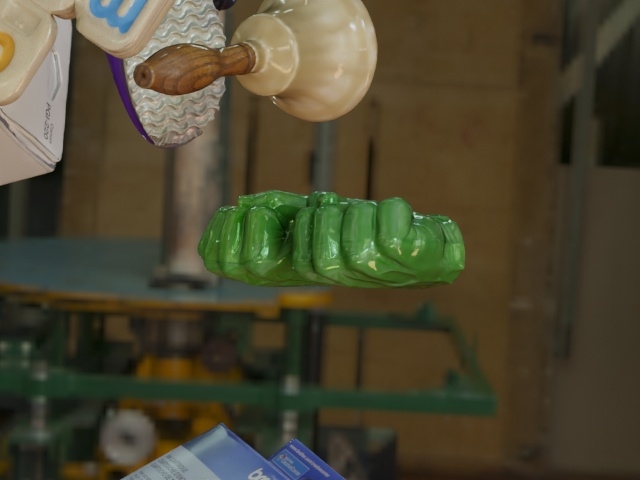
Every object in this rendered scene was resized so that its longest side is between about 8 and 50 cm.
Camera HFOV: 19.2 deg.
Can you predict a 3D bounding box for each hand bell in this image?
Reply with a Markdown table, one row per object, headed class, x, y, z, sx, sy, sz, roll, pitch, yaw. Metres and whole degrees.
| class | x | y | z | sx | sy | sz | roll | pitch | yaw |
| --- | --- | --- | --- | --- | --- | --- | --- | --- | --- |
| hand bell | -0.070 | -0.143 | 1.502 | 0.126 | 0.126 | 0.242 | 7 | 13 | 32 |

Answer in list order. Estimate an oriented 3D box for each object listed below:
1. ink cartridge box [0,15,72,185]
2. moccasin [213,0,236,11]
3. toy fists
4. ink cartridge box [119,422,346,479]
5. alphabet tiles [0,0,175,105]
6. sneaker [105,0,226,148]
| class | x | y | z | sx | sy | sz | roll | pitch | yaw |
| --- | --- | --- | --- | --- | --- | --- | --- | --- | --- |
| ink cartridge box | -0.313 | -0.114 | 1.489 | 0.218 | 0.159 | 0.092 | -13 | -32 | 20 |
| moccasin | -0.104 | -0.420 | 2.102 | 0.117 | 0.342 | 0.137 | 4 | 24 | -45 |
| toy fists | 0.000 | 0.000 | 1.835 | 0.279 | 0.096 | 0.142 | 2 | 0 | 44 |
| ink cartridge box | -0.121 | 0.232 | 1.404 | 0.311 | 0.065 | 0.186 | -26 | 22 | -17 |
| alphabet tiles | -0.182 | -0.235 | 1.242 | 0.284 | 0.278 | 0.021 | 33 | 1 | 30 |
| sneaker | -0.174 | -0.231 | 1.776 | 0.102 | 0.293 | 0.146 | -16 | 7 | -23 |
